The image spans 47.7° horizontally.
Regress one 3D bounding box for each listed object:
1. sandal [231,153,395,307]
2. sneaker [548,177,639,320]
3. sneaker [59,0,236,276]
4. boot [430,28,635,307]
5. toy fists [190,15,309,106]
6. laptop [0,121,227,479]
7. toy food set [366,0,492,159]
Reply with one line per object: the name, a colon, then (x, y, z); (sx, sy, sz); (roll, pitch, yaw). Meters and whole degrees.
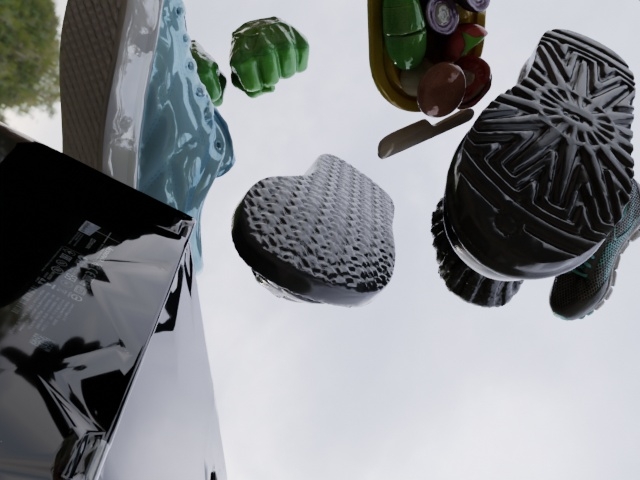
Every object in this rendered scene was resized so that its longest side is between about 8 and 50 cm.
sandal: (0.002, 0.001, 0.837); (0.107, 0.167, 0.446); (-53, 177, 18)
sneaker: (0.277, 0.002, 0.740); (0.065, 0.076, 0.167); (26, -97, 48)
sneaker: (-0.152, -0.122, 0.675); (0.135, 0.150, 0.366); (30, -63, 44)
boot: (0.169, -0.019, 0.679); (0.348, 0.131, 0.260); (-48, 169, -45)
toy fists: (-0.152, -0.274, 1.152); (0.279, 0.096, 0.142); (-16, -150, -5)
laptop: (-0.200, 0.113, 0.457); (0.236, 0.407, 0.382); (-59, -168, 15)
toy food set: (0.115, -0.176, 0.660); (0.128, 0.218, 0.071); (-18, -146, -19)
